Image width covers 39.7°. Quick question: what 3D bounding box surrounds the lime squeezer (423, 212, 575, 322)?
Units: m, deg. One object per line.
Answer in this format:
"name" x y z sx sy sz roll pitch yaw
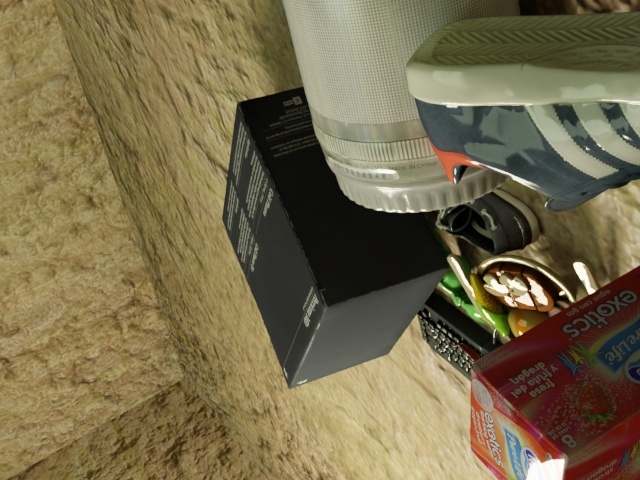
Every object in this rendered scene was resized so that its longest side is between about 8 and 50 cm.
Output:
"lime squeezer" 0.189 0.039 1.139 0.310 0.059 0.110 42 151 43

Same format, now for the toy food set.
"toy food set" 0.231 0.070 0.998 0.192 0.038 0.132 0 134 48

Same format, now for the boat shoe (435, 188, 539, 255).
"boat shoe" 0.170 -0.040 1.071 0.206 0.065 0.075 35 146 48

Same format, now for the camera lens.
"camera lens" 0.085 -0.193 0.864 0.219 0.219 0.274 33 144 51

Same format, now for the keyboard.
"keyboard" 0.234 0.158 1.217 0.317 0.033 0.201 38 148 44

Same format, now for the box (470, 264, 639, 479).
"box" 0.269 0.128 0.792 0.122 0.257 0.128 45 153 42

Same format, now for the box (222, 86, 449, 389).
"box" 0.000 0.000 1.276 0.343 0.179 0.312 111 140 -63

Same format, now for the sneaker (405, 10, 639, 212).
"sneaker" 0.240 -0.089 0.681 0.350 0.131 0.148 10 133 34

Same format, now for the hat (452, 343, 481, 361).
"hat" 0.291 0.233 1.098 0.183 0.173 0.208 -107 -1 -65
